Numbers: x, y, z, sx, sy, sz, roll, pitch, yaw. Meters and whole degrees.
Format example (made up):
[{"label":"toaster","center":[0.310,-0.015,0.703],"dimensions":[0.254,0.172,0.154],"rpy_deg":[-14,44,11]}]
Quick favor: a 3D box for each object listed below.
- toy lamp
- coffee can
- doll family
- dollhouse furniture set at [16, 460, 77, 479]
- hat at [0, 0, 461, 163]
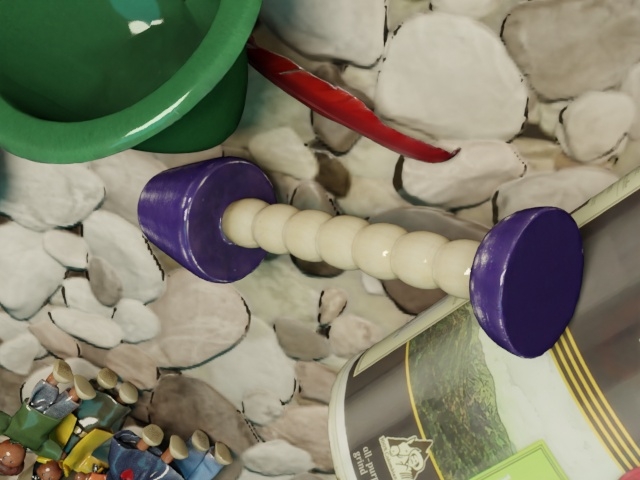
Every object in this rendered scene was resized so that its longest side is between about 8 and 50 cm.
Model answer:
[{"label":"toy lamp","center":[0.000,0.000,0.526],"dimensions":[0.275,0.080,0.080],"rpy_deg":[12,133,44]},{"label":"coffee can","center":[0.170,0.082,0.543],"dimensions":[0.201,0.201,0.275],"rpy_deg":[42,121,-18]},{"label":"doll family","center":[-0.159,0.168,0.732],"dimensions":[0.193,0.076,0.111],"rpy_deg":[37,102,-10]},{"label":"dollhouse furniture set","center":[-0.208,0.292,0.797],"dimensions":[0.161,0.101,0.182],"rpy_deg":[-41,111,19]},{"label":"hat","center":[-0.072,-0.079,0.553],"dimensions":[0.173,0.208,0.183],"rpy_deg":[-49,150,-4]}]
